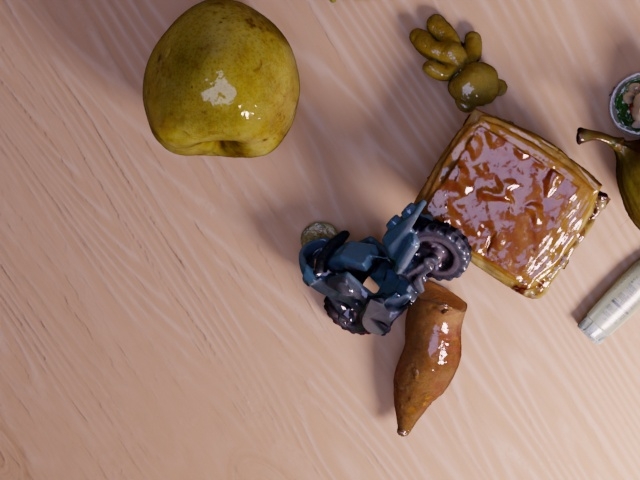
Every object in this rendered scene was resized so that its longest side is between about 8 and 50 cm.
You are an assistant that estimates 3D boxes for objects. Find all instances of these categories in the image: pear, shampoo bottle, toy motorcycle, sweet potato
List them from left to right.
[{"bbox_3d":[-0.187,-0.304,1.717,0.304,0.304,0.303,1,103,6],"label":"pear"},{"bbox_3d":[0.101,0.050,1.773,0.232,0.172,0.416,42,140,-8],"label":"toy motorcycle"},{"bbox_3d":[0.222,0.261,1.887,0.131,0.131,0.336,10,105,4],"label":"sweet potato"},{"bbox_3d":[0.617,0.118,1.851,0.072,0.049,0.212,42,103,-8],"label":"shampoo bottle"}]

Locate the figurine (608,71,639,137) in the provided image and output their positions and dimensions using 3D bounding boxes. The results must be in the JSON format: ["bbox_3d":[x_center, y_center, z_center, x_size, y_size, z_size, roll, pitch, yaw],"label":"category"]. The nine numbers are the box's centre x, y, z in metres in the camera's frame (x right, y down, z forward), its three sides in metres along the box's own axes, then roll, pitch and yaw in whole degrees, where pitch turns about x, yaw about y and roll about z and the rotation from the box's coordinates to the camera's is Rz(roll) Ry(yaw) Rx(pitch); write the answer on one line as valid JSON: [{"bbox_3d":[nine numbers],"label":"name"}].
[{"bbox_3d":[0.620,-0.251,1.711,0.132,0.153,0.132,1,103,6],"label":"figurine"}]

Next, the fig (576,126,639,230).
[{"bbox_3d":[0.614,-0.131,1.691,0.321,0.217,0.217,29,105,-15],"label":"fig"}]

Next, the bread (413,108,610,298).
[{"bbox_3d":[0.363,-0.080,1.771,0.325,0.167,0.277,31,105,-4],"label":"bread"}]

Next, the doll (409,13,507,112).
[{"bbox_3d":[0.262,-0.343,1.774,0.137,0.097,0.209,-33,81,-19],"label":"doll"}]

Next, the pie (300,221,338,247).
[{"bbox_3d":[-0.001,-0.002,1.902,0.084,0.021,0.084,2,106,9],"label":"pie"}]

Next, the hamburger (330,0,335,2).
[{"bbox_3d":[0.076,-0.547,1.721,0.191,0.118,0.181,-3,106,2],"label":"hamburger"}]
